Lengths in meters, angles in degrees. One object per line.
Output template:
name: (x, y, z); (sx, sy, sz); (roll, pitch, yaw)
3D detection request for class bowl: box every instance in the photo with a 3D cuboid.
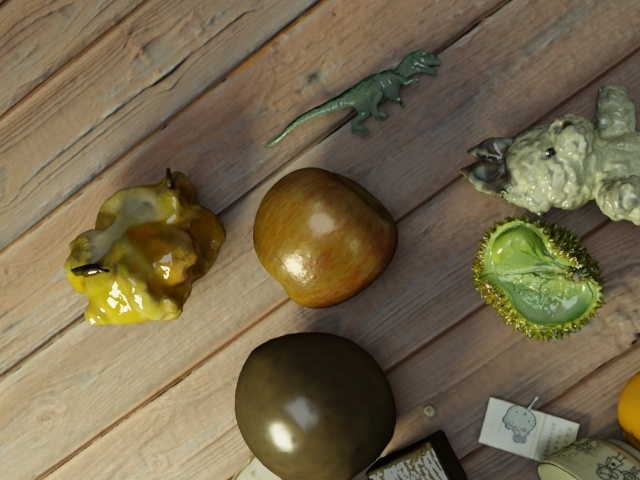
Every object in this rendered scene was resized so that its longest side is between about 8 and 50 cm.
bowl: (0.497, 0.425, 1.488); (0.126, 0.237, 0.238); (-42, 77, -16)

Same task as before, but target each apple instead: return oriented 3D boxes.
apple: (0.000, 0.000, 1.606); (0.265, 0.264, 0.264); (-1, 87, 14)

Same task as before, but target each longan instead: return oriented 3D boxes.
longan: (-0.014, 0.297, 1.578); (0.298, 0.297, 0.297); (-1, 87, 14)

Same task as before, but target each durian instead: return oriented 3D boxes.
durian: (0.386, 0.066, 1.549); (0.237, 0.176, 0.200); (41, 106, 18)

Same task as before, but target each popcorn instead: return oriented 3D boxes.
popcorn: (-0.331, 0.037, 1.693); (0.316, 0.281, 0.297); (-28, 49, -3)

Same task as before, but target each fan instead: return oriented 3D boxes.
fan: (0.372, 0.316, 1.599); (0.056, 0.004, 0.083); (35, 91, 15)

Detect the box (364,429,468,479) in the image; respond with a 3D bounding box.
box: (0.209, 0.497, 1.561); (0.143, 0.184, 0.273); (-29, 80, 12)

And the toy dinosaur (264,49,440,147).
toy dinosaur: (0.065, -0.245, 1.687); (0.383, 0.076, 0.129); (-25, 49, 5)

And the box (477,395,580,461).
box: (0.382, 0.353, 1.609); (0.167, 0.024, 0.090); (15, 90, 14)

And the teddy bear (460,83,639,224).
teddy bear: (0.481, -0.172, 1.476); (0.362, 0.375, 0.327); (25, 50, -3)

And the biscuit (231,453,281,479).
biscuit: (-0.092, 0.641, 1.654); (0.446, 0.104, 0.429); (38, 81, 11)

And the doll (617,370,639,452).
doll: (0.629, 0.287, 1.484); (0.236, 0.213, 0.213); (-34, 77, -29)
